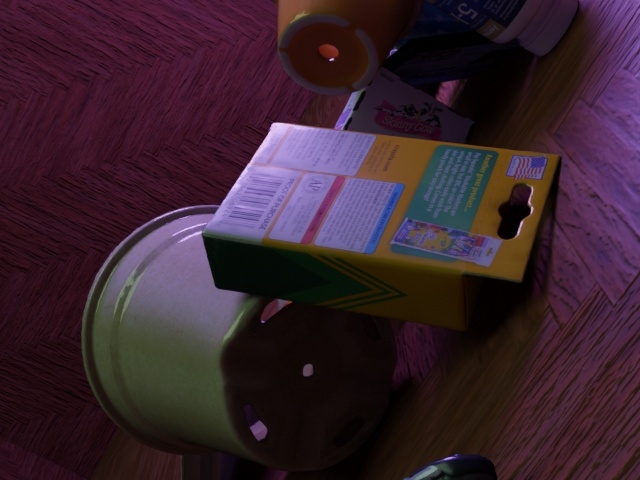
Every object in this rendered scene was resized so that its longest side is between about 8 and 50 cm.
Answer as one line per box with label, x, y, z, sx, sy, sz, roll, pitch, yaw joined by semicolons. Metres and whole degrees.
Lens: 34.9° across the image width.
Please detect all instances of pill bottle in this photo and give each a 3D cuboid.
pill bottle;0.216;-0.309;1.251;0.112;0.187;0.112;-58;11;18

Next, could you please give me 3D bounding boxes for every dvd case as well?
dvd case;0.169;-0.252;1.424;0.253;0.180;0.022;165;95;-75

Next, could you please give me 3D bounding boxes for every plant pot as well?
plant pot;0.026;-0.294;1.305;0.205;0.205;0.188;-50;19;46
plant pot;-0.078;0.131;1.219;0.305;0.334;0.333;9;69;59

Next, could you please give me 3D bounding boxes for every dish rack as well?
dish rack;-0.143;0.267;1.545;0.285;0.072;0.332;-73;-9;-50

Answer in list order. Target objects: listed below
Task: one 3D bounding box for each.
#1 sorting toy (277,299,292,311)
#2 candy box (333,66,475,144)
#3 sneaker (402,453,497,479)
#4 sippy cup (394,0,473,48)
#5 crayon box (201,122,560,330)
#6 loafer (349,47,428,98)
sorting toy;-0.021;0.019;1.494;0.229;0.041;0.307;-31;60;56
candy box;0.094;-0.114;1.391;0.196;0.165;0.070;-64;12;-10
sneaker;0.079;0.263;0.803;0.223;0.083;0.098;-57;34;34
sippy cup;0.164;-0.380;1.466;0.305;0.224;0.240;-8;-71;-62
crayon box;0.068;-0.019;1.054;0.203;0.323;0.083;-62;-28;-44
loafer;0.156;-0.304;1.791;0.134;0.130;0.365;-3;63;38
